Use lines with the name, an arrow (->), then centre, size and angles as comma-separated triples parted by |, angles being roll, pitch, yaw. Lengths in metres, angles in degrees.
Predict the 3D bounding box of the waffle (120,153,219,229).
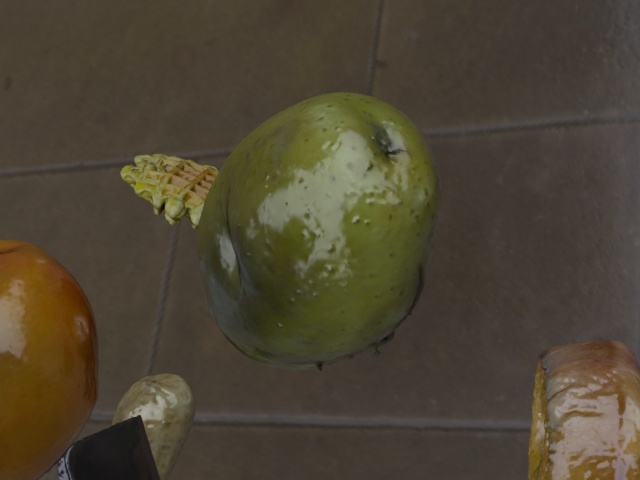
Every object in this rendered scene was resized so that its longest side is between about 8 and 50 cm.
waffle -> -0.191, -0.077, 1.800 | 0.261, 0.250, 0.056 | 37, 113, 44

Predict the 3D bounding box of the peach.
peach -> -0.183, 0.068, 0.565 | 0.138, 0.138, 0.138 | -11, 65, 23

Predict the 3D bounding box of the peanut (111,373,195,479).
peanut -> -0.292, 0.331, 1.779 | 0.122, 0.137, 0.253 | 17, 82, 38

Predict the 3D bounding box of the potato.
potato -> 0.000, 0.000, 0.727 | 0.143, 0.248, 0.169 | -21, 75, -26

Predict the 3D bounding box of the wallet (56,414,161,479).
wallet -> -0.279, 0.424, 1.604 | 0.042, 0.165, 0.309 | -17, 91, 43

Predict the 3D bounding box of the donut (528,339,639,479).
donut -> 0.365, 0.278, 1.495 | 0.150, 0.317, 0.299 | 4, 69, 8
